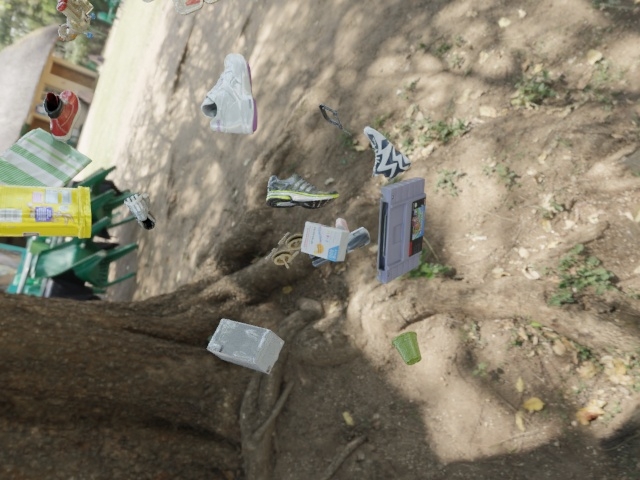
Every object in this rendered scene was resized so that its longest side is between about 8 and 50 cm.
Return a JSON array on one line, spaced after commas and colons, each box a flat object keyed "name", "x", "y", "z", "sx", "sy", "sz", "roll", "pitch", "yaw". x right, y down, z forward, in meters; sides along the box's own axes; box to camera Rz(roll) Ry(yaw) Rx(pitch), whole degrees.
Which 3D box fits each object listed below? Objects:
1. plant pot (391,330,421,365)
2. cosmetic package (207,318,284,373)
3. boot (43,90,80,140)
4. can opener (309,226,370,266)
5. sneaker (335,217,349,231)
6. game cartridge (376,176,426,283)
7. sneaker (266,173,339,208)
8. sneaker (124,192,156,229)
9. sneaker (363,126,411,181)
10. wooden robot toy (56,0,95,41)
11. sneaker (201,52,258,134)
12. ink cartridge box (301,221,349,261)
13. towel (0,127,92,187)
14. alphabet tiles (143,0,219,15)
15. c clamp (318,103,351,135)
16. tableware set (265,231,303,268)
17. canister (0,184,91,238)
[{"name": "plant pot", "x": 0.266, "y": 0.329, "z": 1.398, "sx": 0.083, "sy": 0.083, "sz": 0.079, "roll": -50, "pitch": 42, "yaw": 34}, {"name": "cosmetic package", "x": -0.258, "y": 0.361, "z": 1.597, "sx": 0.238, "sy": 0.107, "sz": 0.127, "roll": 1, "pitch": 54, "yaw": 38}, {"name": "boot", "x": -0.987, "y": -0.527, "z": 1.772, "sx": 0.176, "sy": 0.088, "sz": 0.244, "roll": 109, "pitch": 157, "yaw": -54}, {"name": "can opener", "x": 0.075, "y": 0.027, "z": 1.953, "sx": 0.283, "sy": 0.095, "sz": 0.076, "roll": -26, "pitch": 75, "yaw": 18}, {"name": "sneaker", "x": 0.104, "y": -0.043, "z": 2.018, "sx": 0.051, "sy": 0.134, "sz": 0.070, "roll": -19, "pitch": 43, "yaw": 16}, {"name": "game cartridge", "x": 0.299, "y": -0.041, "z": 1.700, "sx": 0.068, "sy": 0.230, "sz": 0.355, "roll": 21, "pitch": 120, "yaw": 44}, {"name": "sneaker", "x": -0.065, "y": -0.193, "z": 1.777, "sx": 0.111, "sy": 0.300, "sz": 0.121, "roll": -31, "pitch": 62, "yaw": 59}, {"name": "sneaker", "x": -0.653, "y": -0.100, "z": 1.707, "sx": 0.132, "sy": 0.086, "sz": 0.229, "roll": 64, "pitch": 172, "yaw": -10}, {"name": "sneaker", "x": 0.233, "y": -0.333, "z": 1.868, "sx": 0.153, "sy": 0.235, "sz": 0.094, "roll": -48, "pitch": 10, "yaw": 14}, {"name": "wooden robot toy", "x": -0.547, "y": -0.474, "z": 1.009, "sx": 0.079, "sy": 0.076, "sz": 0.173, "roll": -33, "pitch": 49, "yaw": 17}, {"name": "sneaker", "x": -0.265, "y": -0.424, "z": 1.314, "sx": 0.114, "sy": 0.152, "sz": 0.305, "roll": 98, "pitch": 162, "yaw": -56}, {"name": "ink cartridge box", "x": 0.000, "y": 0.000, "z": 1.591, "sx": 0.181, "sy": 0.061, "sz": 0.104, "roll": 15, "pitch": 98, "yaw": 31}, {"name": "towel", "x": -1.071, "y": -0.266, "z": 1.740, "sx": 0.038, "sy": 0.248, "sz": 0.325, "roll": -50, "pitch": 10, "yaw": 51}, {"name": "alphabet tiles", "x": -0.331, "y": -0.693, "z": 1.084, "sx": 0.278, "sy": 0.284, "sz": 0.021, "roll": -22, "pitch": 21, "yaw": 1}, {"name": "c clamp", "x": 0.059, "y": -0.508, "z": 1.929, "sx": 0.137, "sy": 0.161, "sz": 0.022, "roll": 33, "pitch": 85, "yaw": 27}, {"name": "tableware set", "x": -0.123, "y": 0.045, "z": 1.873, "sx": 0.194, "sy": 0.128, "sz": 0.039, "roll": -47, "pitch": 49, "yaw": 35}, {"name": "canister", "x": -0.585, "y": -0.063, "z": 0.990, "sx": 0.073, "sy": 0.170, "sz": 0.126, "roll": -63, "pitch": 39, "yaw": 39}]
